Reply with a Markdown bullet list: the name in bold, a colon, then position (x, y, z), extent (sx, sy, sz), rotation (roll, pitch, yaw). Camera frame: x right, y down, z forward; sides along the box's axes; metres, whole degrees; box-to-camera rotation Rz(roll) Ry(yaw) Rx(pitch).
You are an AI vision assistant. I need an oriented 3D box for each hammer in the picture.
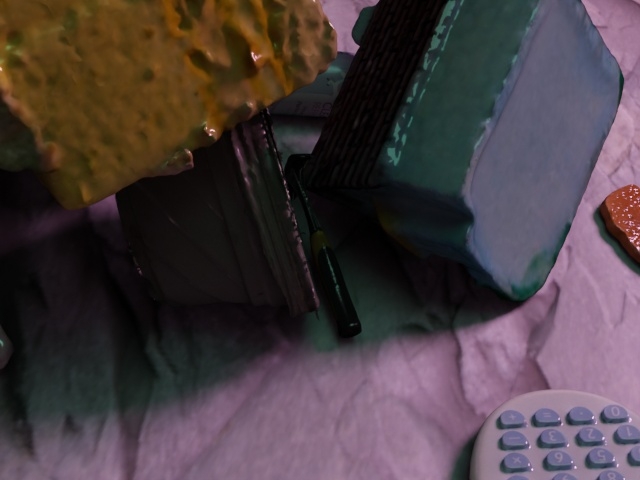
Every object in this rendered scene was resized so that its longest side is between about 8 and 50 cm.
- **hammer**: position (0.000, 0.000, 0.885), extent (0.021, 0.078, 0.201), rotation (-6, 55, -20)

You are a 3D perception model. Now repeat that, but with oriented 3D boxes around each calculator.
- **calculator**: position (0.211, 0.228, 0.711), extent (0.188, 0.042, 0.303), rotation (-1, 40, -5)

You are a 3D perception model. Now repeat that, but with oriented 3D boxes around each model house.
- **model house**: position (0.116, -0.117, 0.948), extent (0.248, 0.230, 0.280), rotation (17, 78, 40)

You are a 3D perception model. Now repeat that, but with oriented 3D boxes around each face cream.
- **face cream**: position (-0.027, -0.173, 1.037), extent (0.229, 0.075, 0.075), rotation (1, 46, -16)

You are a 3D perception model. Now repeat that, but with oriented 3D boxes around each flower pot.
- **flower pot**: position (-0.091, -0.029, 0.800), extent (0.140, 0.235, 0.235), rotation (-18, 51, -4)

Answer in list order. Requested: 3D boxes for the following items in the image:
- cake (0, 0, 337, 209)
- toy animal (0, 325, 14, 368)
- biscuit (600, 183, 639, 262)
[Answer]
- **cake**: position (-0.178, -0.165, 0.650), extent (0.286, 0.222, 0.227), rotation (-34, 32, -14)
- **toy animal**: position (-0.349, -0.022, 0.607), extent (0.188, 0.308, 0.266), rotation (-24, 80, -16)
- **biscuit**: position (0.362, -0.011, 1.042), extent (0.102, 0.019, 0.130), rotation (-7, 49, -23)
